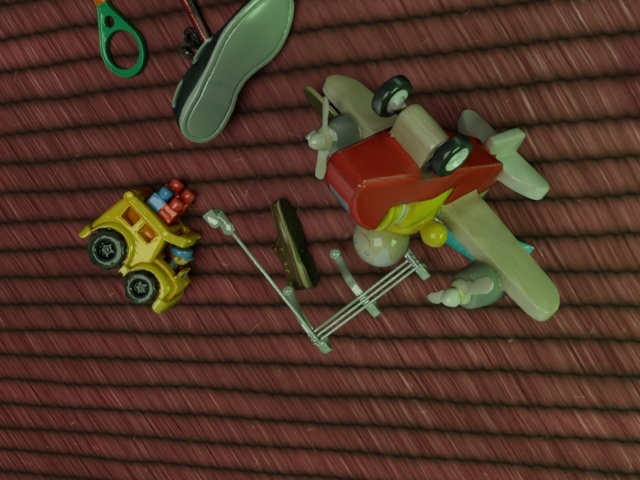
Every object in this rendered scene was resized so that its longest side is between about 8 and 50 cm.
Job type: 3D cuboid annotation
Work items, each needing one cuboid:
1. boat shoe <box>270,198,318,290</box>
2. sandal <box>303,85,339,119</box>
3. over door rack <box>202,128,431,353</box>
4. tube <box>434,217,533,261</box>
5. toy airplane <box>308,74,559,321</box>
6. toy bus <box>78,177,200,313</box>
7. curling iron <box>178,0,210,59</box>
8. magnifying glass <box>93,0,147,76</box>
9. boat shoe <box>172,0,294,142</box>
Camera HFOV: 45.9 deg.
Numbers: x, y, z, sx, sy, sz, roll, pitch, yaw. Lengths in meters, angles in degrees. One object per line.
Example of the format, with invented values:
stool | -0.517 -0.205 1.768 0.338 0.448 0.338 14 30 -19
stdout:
boat shoe | -0.061 0.012 1.385 0.060 0.064 0.178 -14 103 21
sandal | 0.078 -0.190 1.281 0.079 0.088 0.240 -43 97 -6
over door rack | 0.000 0.000 1.294 0.239 0.108 0.324 -38 101 7
tube | 0.248 -0.007 1.278 0.207 0.052 0.080 30 119 3
toy airplane | 0.156 -0.073 1.118 0.384 0.386 0.272 29 116 -18
toy bus | -0.306 -0.004 1.441 0.211 0.149 0.220 -43 91 10
curling iron | -0.260 -0.441 1.334 0.068 0.035 0.274 -18 100 24
magnifying glass | -0.391 -0.414 1.400 0.092 0.026 0.231 -19 101 24
boat shoe | -0.162 -0.314 1.301 0.302 0.114 0.091 -50 46 13
